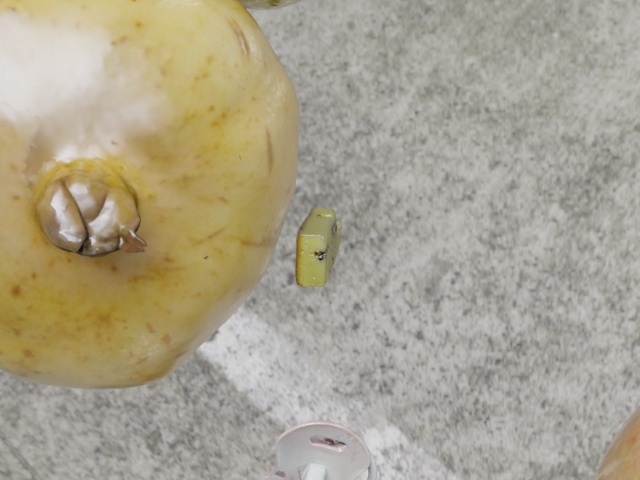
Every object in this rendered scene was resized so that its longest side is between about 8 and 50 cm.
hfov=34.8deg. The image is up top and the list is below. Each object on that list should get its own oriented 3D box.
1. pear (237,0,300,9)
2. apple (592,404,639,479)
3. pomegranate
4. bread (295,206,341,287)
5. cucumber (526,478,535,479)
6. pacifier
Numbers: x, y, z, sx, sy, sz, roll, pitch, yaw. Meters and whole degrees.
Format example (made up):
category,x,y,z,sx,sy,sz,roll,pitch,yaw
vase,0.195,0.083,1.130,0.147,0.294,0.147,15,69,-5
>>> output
category,x,y,z,sx,sy,sz,roll,pitch,yaw
pear,-0.058,-0.382,0.997,0.304,0.304,0.303,-5,59,8
apple,0.437,0.276,0.930,0.392,0.391,0.346,20,49,21
pomegranate,-0.169,-0.056,0.746,0.343,0.342,0.342,-5,59,8
bread,0.000,0.000,1.570,0.049,0.088,0.226,1,17,8
cucumber,0.006,0.204,0.426,0.265,0.077,0.077,-35,59,-10
pacifier,0.000,0.178,0.727,0.082,0.099,0.078,16,27,-6
